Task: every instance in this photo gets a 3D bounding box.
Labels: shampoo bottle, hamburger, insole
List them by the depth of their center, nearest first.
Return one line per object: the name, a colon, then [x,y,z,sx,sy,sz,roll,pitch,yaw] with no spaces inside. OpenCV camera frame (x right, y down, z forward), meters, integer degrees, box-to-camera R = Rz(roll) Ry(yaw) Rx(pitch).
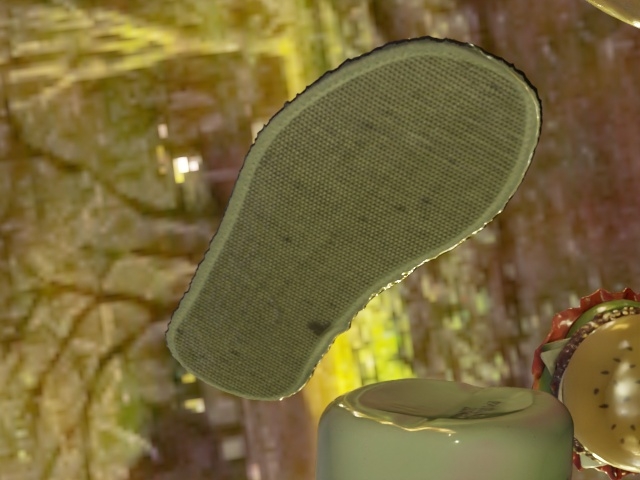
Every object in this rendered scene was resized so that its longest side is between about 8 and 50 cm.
insole: [0.000,0.000,0.575,0.232,0.080,0.003,-49,15,50]
shampoo bottle: [0.070,0.267,1.007,0.222,0.151,0.349,-14,-74,-72]
hamburger: [0.274,0.129,1.461,0.137,0.175,0.175,-172,75,-79]

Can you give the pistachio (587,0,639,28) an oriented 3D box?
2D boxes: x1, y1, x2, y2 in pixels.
pistachio: [0.272,-0.264,1.350,0.299,0.187,0.187,-100,4,-62]
